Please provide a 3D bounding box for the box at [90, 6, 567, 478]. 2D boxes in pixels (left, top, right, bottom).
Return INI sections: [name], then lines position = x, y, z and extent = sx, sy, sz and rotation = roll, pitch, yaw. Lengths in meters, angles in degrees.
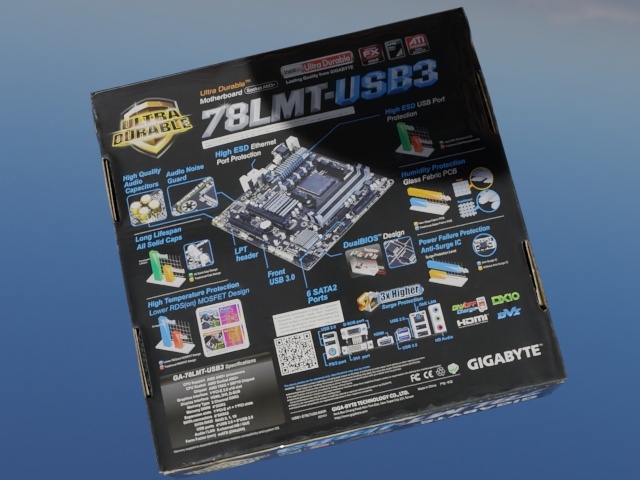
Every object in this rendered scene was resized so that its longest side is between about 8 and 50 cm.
[box]
position = 0.000, 0.000, 0.851
extent = 0.296, 0.293, 0.073
rotation = -13, 164, -1
